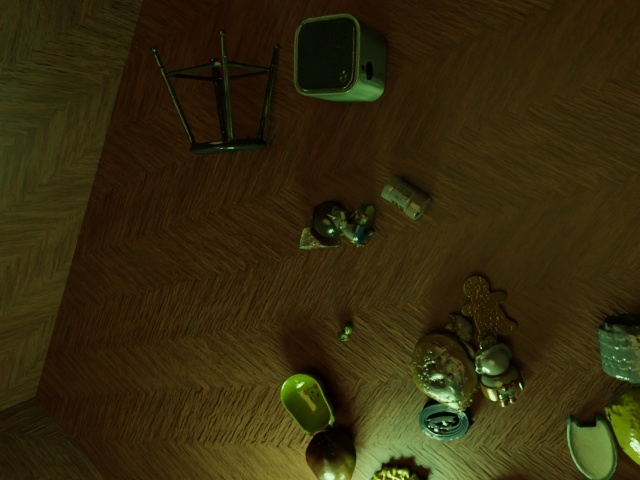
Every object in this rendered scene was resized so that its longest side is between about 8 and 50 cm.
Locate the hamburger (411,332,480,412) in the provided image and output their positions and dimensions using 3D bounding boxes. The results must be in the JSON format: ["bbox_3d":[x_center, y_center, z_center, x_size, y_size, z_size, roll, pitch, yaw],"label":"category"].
[{"bbox_3d":[0.445,0.465,1.619,0.243,0.146,0.285,-29,84,36],"label":"hamburger"}]

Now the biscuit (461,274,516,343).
[{"bbox_3d":[0.564,0.231,1.552,0.158,0.035,0.240,-22,85,6],"label":"biscuit"}]

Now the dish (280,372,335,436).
[{"bbox_3d":[-0.036,0.678,1.933,0.221,0.108,0.262,-40,76,28],"label":"dish"}]

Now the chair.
[{"bbox_3d":[-0.387,-0.561,1.810,0.365,0.362,0.409,2,104,29],"label":"chair"}]

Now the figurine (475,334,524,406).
[{"bbox_3d":[0.592,0.436,1.508,0.144,0.143,0.271,-3,125,29],"label":"figurine"}]

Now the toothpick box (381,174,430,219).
[{"bbox_3d":[0.305,-0.155,1.618,0.149,0.098,0.098,39,114,20],"label":"toothpick box"}]

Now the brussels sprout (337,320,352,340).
[{"bbox_3d":[0.103,0.374,1.844,0.051,0.046,0.083,36,112,13],"label":"brussels sprout"}]

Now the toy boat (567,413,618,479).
[{"bbox_3d":[0.874,0.662,1.456,0.134,0.079,0.207,-16,79,22],"label":"toy boat"}]

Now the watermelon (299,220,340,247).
[{"bbox_3d":[-0.018,0.012,1.830,0.158,0.098,0.121,41,115,13],"label":"watermelon"}]

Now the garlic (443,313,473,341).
[{"bbox_3d":[0.495,0.305,1.598,0.074,0.094,0.113,-43,74,-6],"label":"garlic"}]

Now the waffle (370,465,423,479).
[{"bbox_3d":[0.320,1.047,1.821,0.309,0.065,0.283,-42,75,31],"label":"waffle"}]

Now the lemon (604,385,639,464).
[{"bbox_3d":[0.975,0.533,1.265,0.311,0.254,0.253,17,105,27],"label":"lemon"}]

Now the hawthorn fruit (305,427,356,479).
[{"bbox_3d":[0.050,0.918,1.883,0.208,0.208,0.248,2,117,29],"label":"hawthorn fruit"}]

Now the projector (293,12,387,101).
[{"bbox_3d":[0.073,-0.626,1.588,0.249,0.249,0.248,7,102,28],"label":"projector"}]

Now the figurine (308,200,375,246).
[{"bbox_3d":[0.070,-0.081,1.741,0.276,0.161,0.158,14,64,24],"label":"figurine"}]

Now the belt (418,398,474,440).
[{"bbox_3d":[0.463,0.653,1.666,0.190,0.082,0.141,-20,89,28],"label":"belt"}]

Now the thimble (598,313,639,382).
[{"bbox_3d":[0.928,0.301,1.282,0.237,0.205,0.172,-3,95,30],"label":"thimble"}]
